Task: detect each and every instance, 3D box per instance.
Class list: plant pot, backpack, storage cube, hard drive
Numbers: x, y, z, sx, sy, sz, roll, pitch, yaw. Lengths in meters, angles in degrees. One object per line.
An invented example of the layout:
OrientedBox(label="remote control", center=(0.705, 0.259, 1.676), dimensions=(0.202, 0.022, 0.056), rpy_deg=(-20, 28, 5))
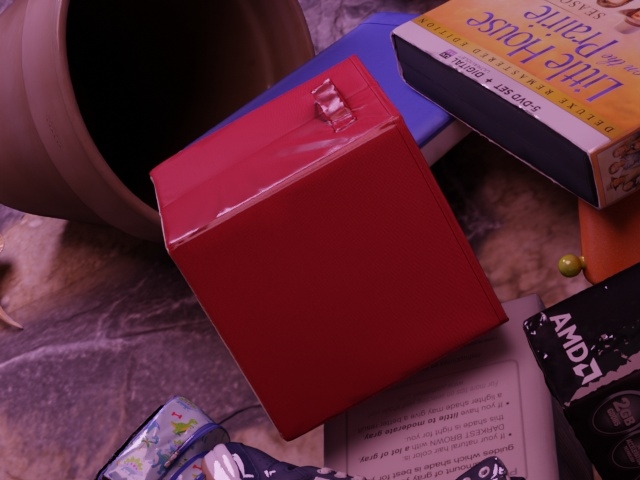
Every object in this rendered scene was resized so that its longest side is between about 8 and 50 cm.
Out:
OrientedBox(label="plant pot", center=(-0.209, -0.139, 1.658), dimensions=(0.280, 0.323, 0.323), rpy_deg=(-12, 46, 42))
OrientedBox(label="backpack", center=(-0.123, 0.198, 1.438), dimensions=(0.084, 0.105, 0.114), rpy_deg=(32, 70, 19))
OrientedBox(label="storage cube", center=(0.000, 0.000, 1.303), dimensions=(0.193, 0.215, 0.183), rpy_deg=(-30, 23, 2))
OrientedBox(label="hard drive", center=(0.048, -0.125, 1.566), dimensions=(0.210, 0.040, 0.319), rpy_deg=(10, 35, 35))

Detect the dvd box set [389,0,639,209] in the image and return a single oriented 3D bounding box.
OrientedBox(label="dvd box set", center=(0.312, -0.198, 1.456), dimensions=(0.420, 0.062, 0.307), rpy_deg=(-28, 35, -15))

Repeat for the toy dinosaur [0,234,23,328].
OrientedBox(label="toy dinosaur", center=(-0.362, 0.029, 1.749), dimensions=(0.093, 0.053, 0.183), rpy_deg=(-27, 45, 5))

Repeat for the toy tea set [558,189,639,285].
OrientedBox(label="toy tea set", center=(0.359, -0.026, 1.372), dimensions=(0.336, 0.124, 0.200), rpy_deg=(-2, 23, 32))

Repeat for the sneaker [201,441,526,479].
OrientedBox(label="sneaker", center=(0.049, 0.191, 1.182), dimensions=(0.153, 0.099, 0.282), rpy_deg=(-48, 52, -6))

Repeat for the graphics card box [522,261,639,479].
OrientedBox(label="graphics card box", center=(0.349, 0.065, 1.187), dimensions=(0.371, 0.233, 0.094), rpy_deg=(-26, 45, 7))

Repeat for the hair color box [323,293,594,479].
OrientedBox(label="hair color box", center=(0.107, 0.236, 1.265), dimensions=(0.185, 0.113, 0.374), rpy_deg=(-16, 46, 18))
